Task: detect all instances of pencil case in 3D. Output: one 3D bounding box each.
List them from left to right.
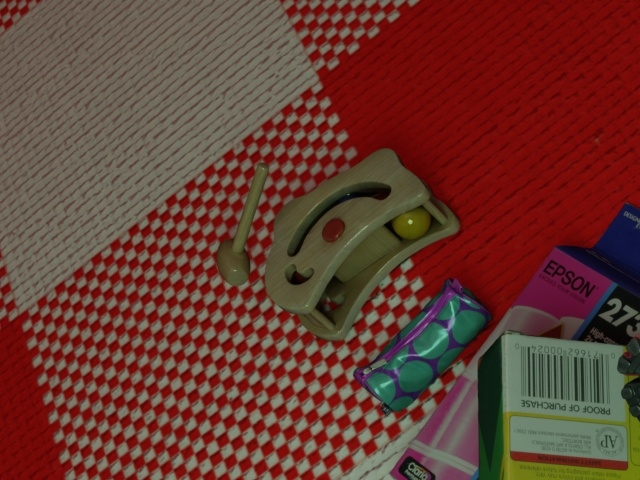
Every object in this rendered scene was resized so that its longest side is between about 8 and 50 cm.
[{"bbox_3d":[0.105,0.109,1.776,0.152,0.070,0.064,-46,46,4],"label":"pencil case"}]

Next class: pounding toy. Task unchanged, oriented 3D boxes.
[{"bbox_3d":[0.000,0.000,1.863,0.269,0.155,0.154,-30,45,19],"label":"pounding toy"}]

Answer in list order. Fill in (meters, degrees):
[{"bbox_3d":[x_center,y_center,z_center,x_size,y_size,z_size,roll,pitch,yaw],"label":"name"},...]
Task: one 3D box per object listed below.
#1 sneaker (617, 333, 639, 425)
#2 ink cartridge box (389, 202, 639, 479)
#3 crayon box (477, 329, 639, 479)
[{"bbox_3d":[0.374,0.189,1.434,0.121,0.112,0.299,-33,83,44],"label":"sneaker"},{"bbox_3d":[0.241,0.132,1.666,0.371,0.069,0.176,-52,46,-4],"label":"ink cartridge box"},{"bbox_3d":[0.241,0.248,1.483,0.081,0.202,0.318,120,155,-64],"label":"crayon box"}]
